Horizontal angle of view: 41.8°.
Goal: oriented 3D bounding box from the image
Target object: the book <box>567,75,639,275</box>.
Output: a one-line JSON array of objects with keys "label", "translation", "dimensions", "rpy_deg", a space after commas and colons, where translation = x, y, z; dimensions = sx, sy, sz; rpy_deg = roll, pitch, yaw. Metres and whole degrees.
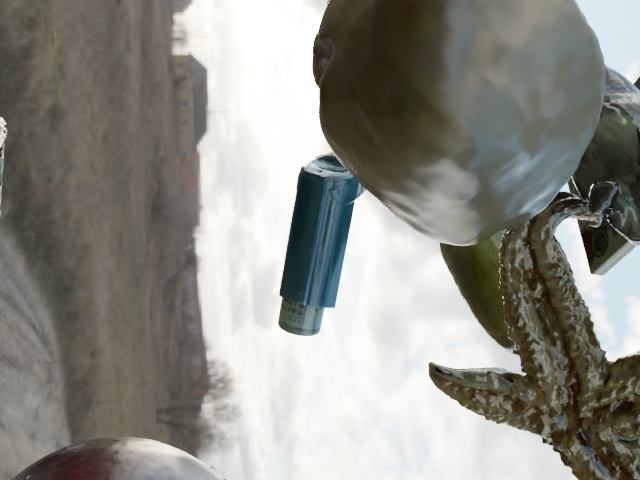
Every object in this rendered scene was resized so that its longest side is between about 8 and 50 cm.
[{"label": "book", "translation": [0.426, -0.103, 1.140], "dimensions": [0.264, 0.027, 0.202], "rpy_deg": [119, -26, -53]}]

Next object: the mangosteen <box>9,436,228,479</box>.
[{"label": "mangosteen", "translation": [-0.086, 0.223, 0.507], "dimensions": [0.235, 0.261, 0.235], "rpy_deg": [162, -90, -76]}]

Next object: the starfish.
[{"label": "starfish", "translation": [0.333, 0.161, 0.852], "dimensions": [0.324, 0.432, 0.082], "rpy_deg": [-58, 168, 21]}]

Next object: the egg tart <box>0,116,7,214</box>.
[{"label": "egg tart", "translation": [-0.424, -0.017, 0.937], "dimensions": [0.291, 0.107, 0.291], "rpy_deg": [-171, -90, -74]}]

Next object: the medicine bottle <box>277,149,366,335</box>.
[{"label": "medicine bottle", "translation": [0.000, 0.000, 1.158], "dimensions": [0.124, 0.079, 0.258], "rpy_deg": [-14, 118, -63]}]

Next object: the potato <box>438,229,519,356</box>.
[{"label": "potato", "translation": [0.276, 0.055, 1.239], "dimensions": [0.228, 0.148, 0.197], "rpy_deg": [-109, 172, -46]}]

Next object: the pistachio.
[{"label": "pistachio", "translation": [0.098, -0.107, 0.597], "dimensions": [0.288, 0.197, 0.166], "rpy_deg": [43, 40, -61]}]

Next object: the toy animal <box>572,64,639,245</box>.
[{"label": "toy animal", "translation": [0.312, -0.038, 0.750], "dimensions": [0.343, 0.168, 0.106], "rpy_deg": [51, -63, 26]}]
